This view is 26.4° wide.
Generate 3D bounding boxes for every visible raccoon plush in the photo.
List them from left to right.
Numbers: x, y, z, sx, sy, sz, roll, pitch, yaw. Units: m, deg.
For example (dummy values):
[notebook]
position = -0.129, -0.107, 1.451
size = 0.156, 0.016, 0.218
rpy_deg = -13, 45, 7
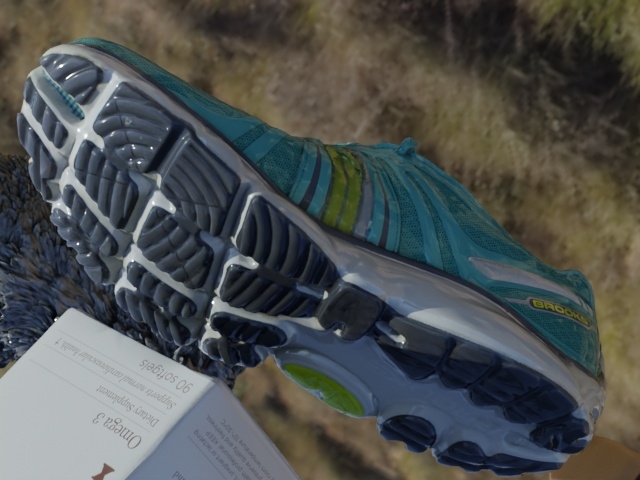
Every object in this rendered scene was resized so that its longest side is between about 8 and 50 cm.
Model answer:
[raccoon plush]
position = -0.252, 0.044, 1.214
size = 0.299, 0.216, 0.446
rpy_deg = 24, 177, 33

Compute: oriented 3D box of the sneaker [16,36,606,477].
[sneaker]
position = 0.000, 0.000, 0.578
size = 0.275, 0.110, 0.107
rpy_deg = 31, 135, -10

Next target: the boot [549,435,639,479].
[boot]
position = 0.300, 0.267, 1.002
size = 0.283, 0.109, 0.220
rpy_deg = 28, 166, 38

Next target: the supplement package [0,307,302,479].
[supplement package]
position = -0.099, 0.132, 0.502
size = 0.105, 0.179, 0.105
rpy_deg = 19, 150, 47
